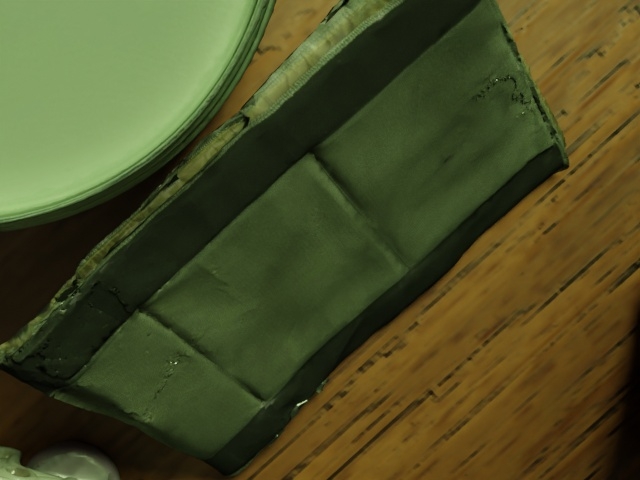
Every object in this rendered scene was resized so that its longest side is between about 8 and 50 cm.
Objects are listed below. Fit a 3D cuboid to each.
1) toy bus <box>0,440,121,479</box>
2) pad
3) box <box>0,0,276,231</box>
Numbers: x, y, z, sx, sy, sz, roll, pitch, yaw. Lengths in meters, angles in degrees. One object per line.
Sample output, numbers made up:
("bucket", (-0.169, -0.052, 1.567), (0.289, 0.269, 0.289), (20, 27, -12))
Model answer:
("toy bus", (-0.078, 0.181, 0.453), (0.202, 0.142, 0.142), (17, 91, -7))
("pad", (0.000, 0.000, 0.444), (0.233, 0.022, 0.174), (-45, 142, 2))
("box", (-0.127, -0.122, 0.399), (0.226, 0.149, 0.226), (-1, 98, -5))
